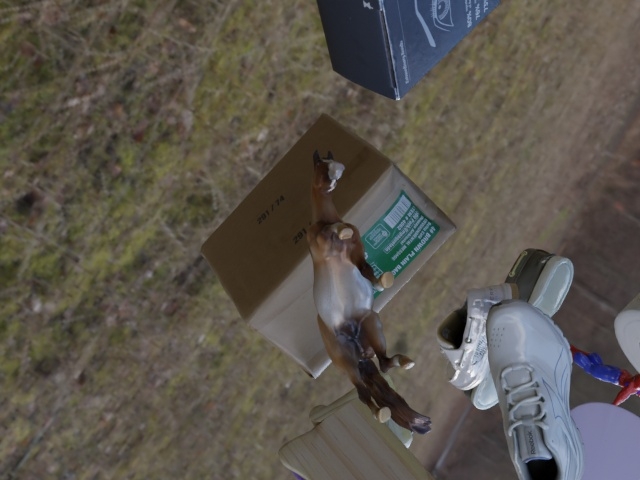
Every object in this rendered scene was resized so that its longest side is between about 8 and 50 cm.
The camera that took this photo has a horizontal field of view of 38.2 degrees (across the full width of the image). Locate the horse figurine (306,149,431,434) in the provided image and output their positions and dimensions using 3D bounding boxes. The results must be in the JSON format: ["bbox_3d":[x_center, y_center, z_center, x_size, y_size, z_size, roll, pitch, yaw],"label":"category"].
[{"bbox_3d":[0.033,0.058,0.860,0.066,0.263,0.174,-18,-163,-11],"label":"horse figurine"}]

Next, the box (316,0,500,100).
[{"bbox_3d":[0.103,-0.291,1.060,0.207,0.108,0.153,-44,145,-22],"label":"box"}]

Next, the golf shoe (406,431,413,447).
[{"bbox_3d":[0.068,0.271,1.347,0.186,0.067,0.086,28,92,-48],"label":"golf shoe"}]

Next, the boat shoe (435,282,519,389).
[{"bbox_3d":[0.227,0.147,1.453,0.277,0.096,0.098,104,-9,-53],"label":"boat shoe"}]

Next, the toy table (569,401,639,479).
[{"bbox_3d":[0.462,0.376,1.408,0.252,0.274,0.161,-21,165,6],"label":"toy table"}]

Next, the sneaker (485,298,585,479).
[{"bbox_3d":[0.289,0.222,1.238,0.129,0.111,0.297,-37,110,-65],"label":"sneaker"}]

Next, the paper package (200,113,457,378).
[{"bbox_3d":[0.000,0.000,1.463,0.325,0.168,0.309,-47,-149,3],"label":"paper package"}]

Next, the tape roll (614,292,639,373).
[{"bbox_3d":[0.657,0.161,1.592,0.169,0.246,0.246,-40,162,-15],"label":"tape roll"}]

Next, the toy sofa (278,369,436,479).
[{"bbox_3d":[0.114,0.335,1.080,0.177,0.362,0.150,-34,131,-13],"label":"toy sofa"}]

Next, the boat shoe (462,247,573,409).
[{"bbox_3d":[0.332,0.152,1.629,0.109,0.091,0.305,39,81,-46],"label":"boat shoe"}]

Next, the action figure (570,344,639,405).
[{"bbox_3d":[0.585,0.305,1.850,0.091,0.280,0.139,5,95,-36],"label":"action figure"}]
